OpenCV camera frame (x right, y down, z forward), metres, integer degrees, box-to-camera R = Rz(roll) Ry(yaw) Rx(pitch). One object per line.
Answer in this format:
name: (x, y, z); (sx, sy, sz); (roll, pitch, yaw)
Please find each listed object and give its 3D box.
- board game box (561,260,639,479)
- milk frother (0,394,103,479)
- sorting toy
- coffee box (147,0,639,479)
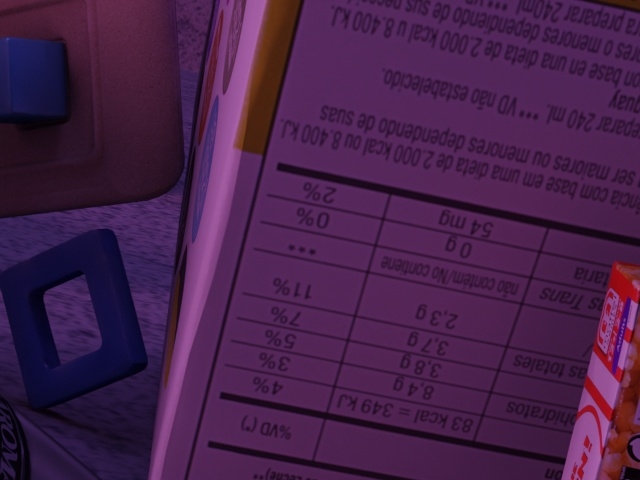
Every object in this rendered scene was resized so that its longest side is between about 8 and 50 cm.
board game box: (0.161, 0.098, 0.518); (0.194, 0.146, 0.045); (13, 9, -2)
milk frother: (-0.115, 0.090, 0.388); (0.143, 0.129, 0.134); (-14, -41, 24)
sorting toy: (-0.150, -0.101, 0.791); (0.196, 0.347, 0.047); (-5, -3, 36)
coffee box: (0.133, -0.078, 0.701); (0.338, 0.334, 0.337); (11, 32, -6)
